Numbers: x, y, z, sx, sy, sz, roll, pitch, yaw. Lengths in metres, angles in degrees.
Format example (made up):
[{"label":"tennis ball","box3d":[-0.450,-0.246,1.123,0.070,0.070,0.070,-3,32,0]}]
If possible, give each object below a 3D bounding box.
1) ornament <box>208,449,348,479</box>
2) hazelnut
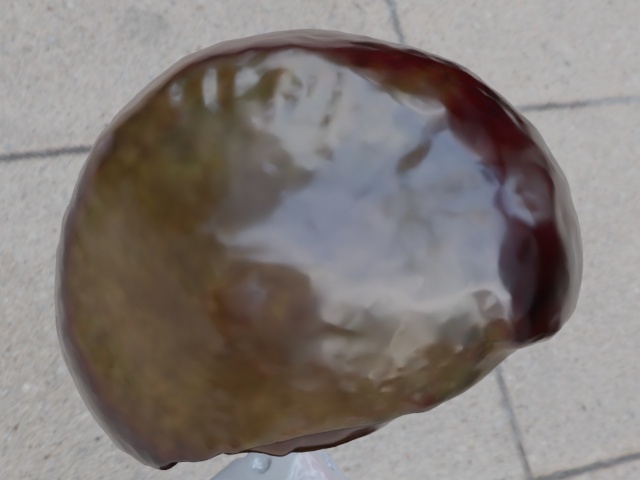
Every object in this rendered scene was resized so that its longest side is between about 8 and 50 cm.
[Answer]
[{"label":"ornament","box3d":[-0.015,0.329,0.854,0.239,0.240,0.240,-39,124,6]},{"label":"hazelnut","box3d":[0.000,0.005,0.464,0.202,0.160,0.170,4,53,-2]}]
